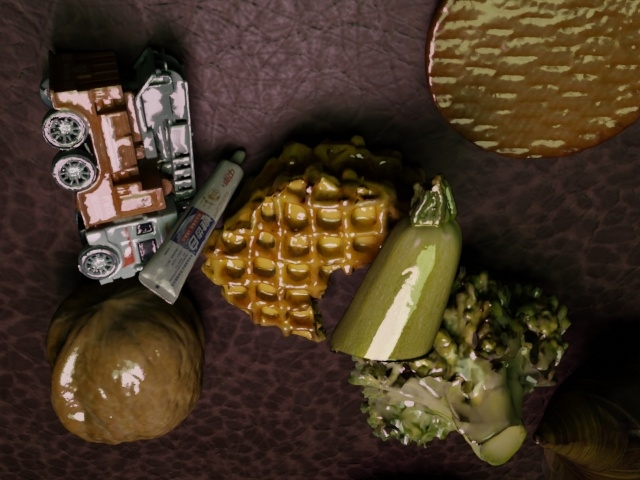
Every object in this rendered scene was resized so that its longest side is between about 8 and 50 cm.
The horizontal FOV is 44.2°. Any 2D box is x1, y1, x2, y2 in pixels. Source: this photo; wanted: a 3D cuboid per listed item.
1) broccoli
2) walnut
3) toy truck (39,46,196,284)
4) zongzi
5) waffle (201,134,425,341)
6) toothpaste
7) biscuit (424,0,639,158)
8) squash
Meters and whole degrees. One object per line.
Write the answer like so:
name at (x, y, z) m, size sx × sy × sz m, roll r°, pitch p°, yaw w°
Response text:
broccoli at (0.220, 0.187, 1.213) m, size 0.272 × 0.324 × 0.334 m, roll 25°, pitch 153°, yaw 37°
walnut at (-0.293, 0.188, 1.204) m, size 0.283 × 0.227 × 0.282 m, roll -29°, pitch 135°, yaw -34°
toy truck at (-0.251, -0.083, 1.051) m, size 0.185 × 0.133 × 0.338 m, roll -12°, pitch 128°, yaw -11°
zongzi at (0.402, 0.343, 1.268) m, size 0.432 × 0.207 × 0.403 m, roll -11°, pitch 144°, yaw -32°
waffle at (0.000, 0.000, 1.108) m, size 0.324 × 0.151 × 0.261 m, roll -37°, pitch 124°, yaw 25°
toothpaste at (-0.162, -0.028, 1.054) m, size 0.060 × 0.233 × 0.038 m, roll 37°, pitch 159°, yaw -22°
biscuit at (0.286, -0.236, 0.975) m, size 0.318 × 0.040 × 0.317 m, roll 1°, pitch 129°, yaw 1°
squash at (0.125, 0.046, 0.980) m, size 0.137 × 0.137 × 0.287 m, roll 18°, pitch 123°, yaw -14°
